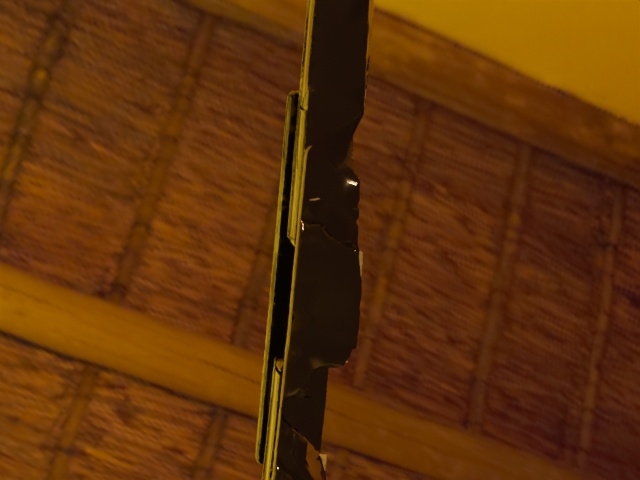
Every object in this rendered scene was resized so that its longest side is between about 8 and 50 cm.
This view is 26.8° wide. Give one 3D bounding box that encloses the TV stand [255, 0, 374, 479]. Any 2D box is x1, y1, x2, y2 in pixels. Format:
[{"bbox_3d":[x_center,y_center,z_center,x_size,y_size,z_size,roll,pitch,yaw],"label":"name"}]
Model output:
[{"bbox_3d":[0.000,0.000,0.619,0.042,0.036,0.249,-142,-125,-70],"label":"TV stand"}]
